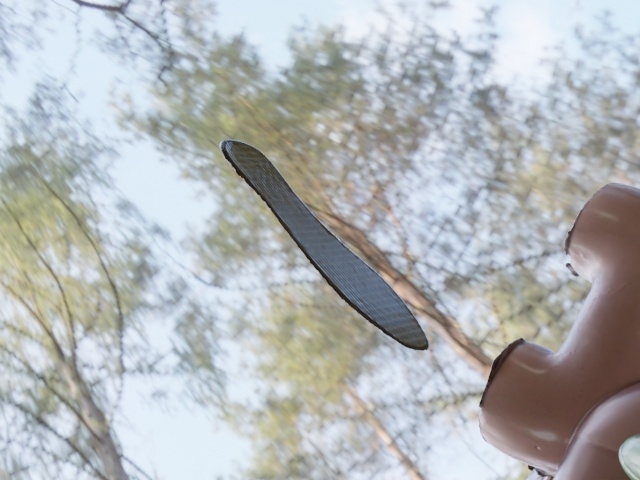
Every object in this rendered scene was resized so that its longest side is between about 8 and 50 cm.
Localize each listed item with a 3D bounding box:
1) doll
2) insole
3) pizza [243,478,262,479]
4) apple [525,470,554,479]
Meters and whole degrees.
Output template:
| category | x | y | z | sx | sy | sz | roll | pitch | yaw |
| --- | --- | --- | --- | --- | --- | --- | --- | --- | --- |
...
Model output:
| category | x | y | z | sx | sy | sz | roll | pitch | yaw |
| --- | --- | --- | --- | --- | --- | --- | --- | --- | --- |
| doll | 0.223 | 0.118 | 0.833 | 0.284 | 0.268 | 0.216 | 28 | -90 | -53 |
| insole | 0.000 | 0.000 | 1.317 | 0.005 | 0.253 | 0.086 | -52 | -26 | 21 |
| pizza | -0.079 | 0.277 | 1.085 | 0.058 | 0.197 | 0.292 | 12 | -45 | -10 |
| apple | 0.219 | 0.221 | 1.292 | 0.126 | 0.102 | 0.126 | 1 | -92 | -26 |
